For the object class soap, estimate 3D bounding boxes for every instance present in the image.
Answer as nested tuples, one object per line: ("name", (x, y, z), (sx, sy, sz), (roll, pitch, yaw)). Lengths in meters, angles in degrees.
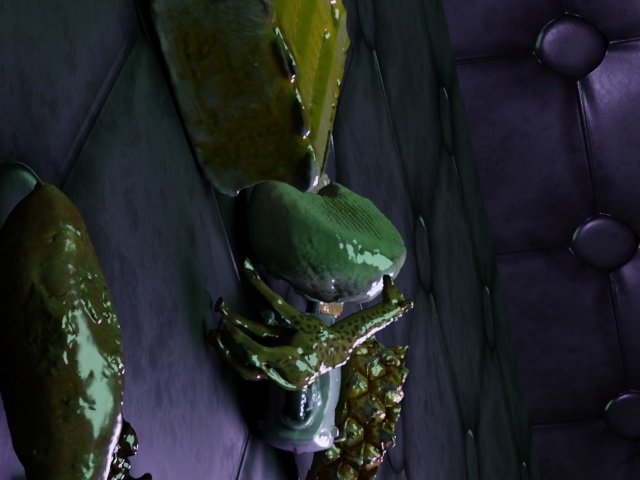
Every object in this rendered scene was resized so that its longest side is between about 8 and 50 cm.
("soap", (-0.068, -0.258, 2.053), (0.335, 0.156, 0.293), (-81, 162, -48))

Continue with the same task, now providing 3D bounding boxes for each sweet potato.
("sweet potato", (-0.206, 0.143, 1.415), (0.109, 0.109, 0.385), (34, 52, -72))

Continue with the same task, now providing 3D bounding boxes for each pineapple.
("pineapple", (0.046, 0.229, 2.209), (0.135, 0.080, 0.233), (-125, -126, -81))

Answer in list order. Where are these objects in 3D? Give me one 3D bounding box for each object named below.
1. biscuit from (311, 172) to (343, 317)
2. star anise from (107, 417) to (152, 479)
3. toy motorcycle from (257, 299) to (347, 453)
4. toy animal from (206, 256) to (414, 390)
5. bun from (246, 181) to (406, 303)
("biscuit", (-0.001, 0.000, 2.454), (0.220, 0.033, 0.219), (-8, 90, -75))
("star anise", (-0.184, 0.221, 1.560), (0.168, 0.057, 0.167), (-14, 90, -70))
("toy motorcycle", (-0.022, 0.177, 2.167), (0.260, 0.110, 0.170), (-79, 175, -69))
("toy animal", (-0.006, 0.099, 2.036), (0.054, 0.276, 0.149), (-40, -128, 51))
("bun", (-0.005, 0.006, 2.189), (0.126, 0.212, 0.204), (-59, -155, 16))
